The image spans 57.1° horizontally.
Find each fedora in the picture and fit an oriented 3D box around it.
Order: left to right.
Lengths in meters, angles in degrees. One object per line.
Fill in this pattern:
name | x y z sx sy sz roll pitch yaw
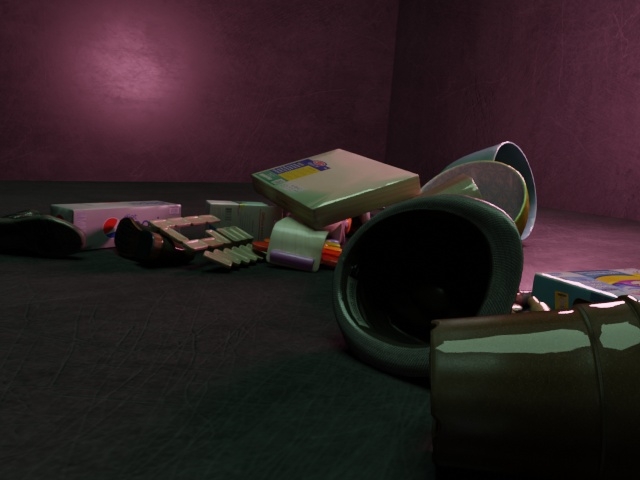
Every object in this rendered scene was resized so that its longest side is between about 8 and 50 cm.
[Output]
fedora | 0.149 0.067 0.769 0.275 0.243 0.124 1 -23 41

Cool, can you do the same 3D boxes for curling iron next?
curling iron | 0.335 0.100 1.052 0.274 0.035 0.068 -2 12 -31

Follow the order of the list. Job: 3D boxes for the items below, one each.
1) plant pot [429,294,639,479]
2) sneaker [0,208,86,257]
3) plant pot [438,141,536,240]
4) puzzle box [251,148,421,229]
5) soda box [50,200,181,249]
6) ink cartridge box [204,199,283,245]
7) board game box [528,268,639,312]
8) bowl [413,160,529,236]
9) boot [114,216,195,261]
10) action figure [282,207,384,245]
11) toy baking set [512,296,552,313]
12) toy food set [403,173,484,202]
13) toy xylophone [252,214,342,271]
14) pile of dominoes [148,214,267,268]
plant pot | 0.177 0.129 0.497 0.165 0.166 0.167 -1 9 11
sneaker | -0.574 -0.020 1.213 0.228 0.087 0.130 0 15 9
plant pot | 0.482 -0.133 1.790 0.235 0.293 0.293 -7 0 42
puzzle box | 0.021 -0.140 1.447 0.272 0.052 0.409 -19 24 -19
soda box | -0.464 -0.040 1.358 0.098 0.091 0.286 11 12 37
ink cartridge box | -0.189 -0.041 1.447 0.181 0.104 0.061 1 11 -21
board game box | 0.543 0.119 0.907 0.254 0.079 0.336 -1 11 -27
bowl | 0.356 -0.030 1.372 0.289 0.289 0.156 15 -29 47
boot | -0.354 0.008 1.240 0.106 0.082 0.219 17 3 -40
action figure | 0.100 -0.086 1.650 0.341 0.178 0.330 6 19 31
toy baking set | 0.251 0.108 0.877 0.197 0.030 0.256 5 19 7
toy food set | 0.217 -0.044 1.203 0.220 0.092 0.306 -26 3 12
toy xylophone | 0.000 0.000 1.349 0.236 0.081 0.323 13 11 17
pile of dominoes | -0.224 0.012 1.261 0.196 0.040 0.251 31 16 17
